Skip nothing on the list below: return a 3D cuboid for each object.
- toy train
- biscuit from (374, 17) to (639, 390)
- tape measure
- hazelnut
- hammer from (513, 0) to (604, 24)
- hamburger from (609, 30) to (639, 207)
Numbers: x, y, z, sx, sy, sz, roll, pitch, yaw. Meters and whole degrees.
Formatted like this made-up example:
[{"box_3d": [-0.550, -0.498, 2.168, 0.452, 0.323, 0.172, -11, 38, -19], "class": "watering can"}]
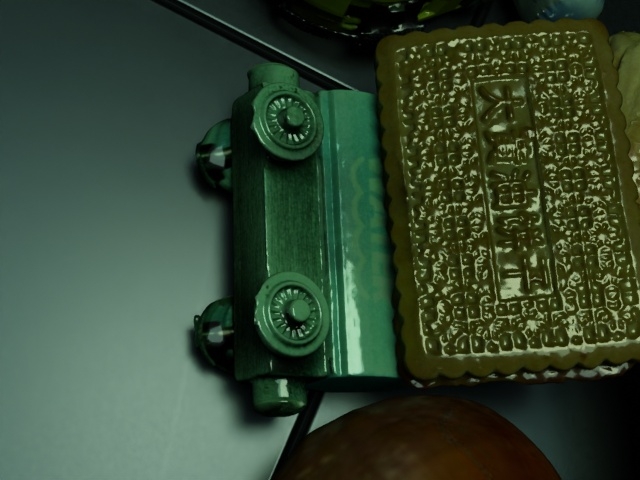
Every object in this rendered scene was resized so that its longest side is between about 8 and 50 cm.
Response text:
[{"box_3d": [0.000, 0.000, 0.791, 0.159, 0.101, 0.248, 8, 71, -28], "class": "toy train"}, {"box_3d": [0.127, -0.030, 0.764, 0.172, 0.029, 0.254, -5, 74, 1], "class": "biscuit"}, {"box_3d": [0.036, -0.244, 0.860, 0.186, 0.112, 0.199, -24, 79, -18], "class": "tape measure"}, {"box_3d": [0.056, 0.190, 0.699, 0.214, 0.176, 0.214, 4, 45, -4], "class": "hazelnut"}, {"box_3d": [0.237, -0.233, 0.932, 0.194, 0.069, 0.116, -14, 76, -23], "class": "hammer"}, {"box_3d": [0.244, -0.053, 0.843, 0.124, 0.131, 0.262, 20, 74, -7], "class": "hamburger"}]
